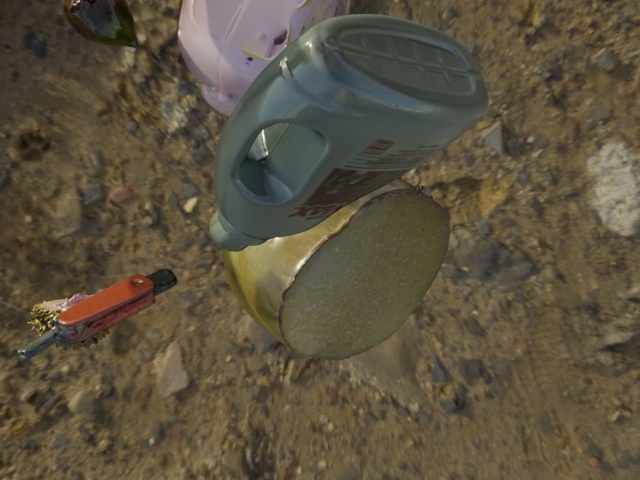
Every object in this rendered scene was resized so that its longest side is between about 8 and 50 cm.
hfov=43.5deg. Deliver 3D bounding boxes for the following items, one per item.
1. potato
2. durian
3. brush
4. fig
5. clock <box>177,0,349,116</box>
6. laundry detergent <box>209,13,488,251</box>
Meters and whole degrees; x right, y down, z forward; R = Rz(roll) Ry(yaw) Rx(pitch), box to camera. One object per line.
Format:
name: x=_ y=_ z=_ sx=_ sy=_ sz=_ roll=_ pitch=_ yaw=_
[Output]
potato: x=0.000 y=0.000 z=1.585 sx=0.319 sy=0.442 sz=0.385 roll=35 pitch=110 yaw=34
durian: x=-0.558 y=0.175 z=1.862 sx=0.165 sy=0.182 sz=0.132 roll=-55 pitch=48 yaw=23
brush: x=-0.407 y=0.130 z=1.486 sx=0.323 sy=0.051 sz=0.070 roll=-32 pitch=46 yaw=-33
fig: x=-0.381 y=-0.393 z=1.437 sx=0.155 sy=0.109 sz=0.103 roll=43 pitch=82 yaw=-28
clock: x=-0.104 y=-0.403 z=1.541 sx=0.251 sy=0.377 sz=0.368 roll=27 pitch=90 yaw=12
laundry detergent: x=-0.024 y=-0.098 z=0.946 sx=0.398 sy=0.264 sz=0.124 roll=-36 pitch=66 yaw=44
